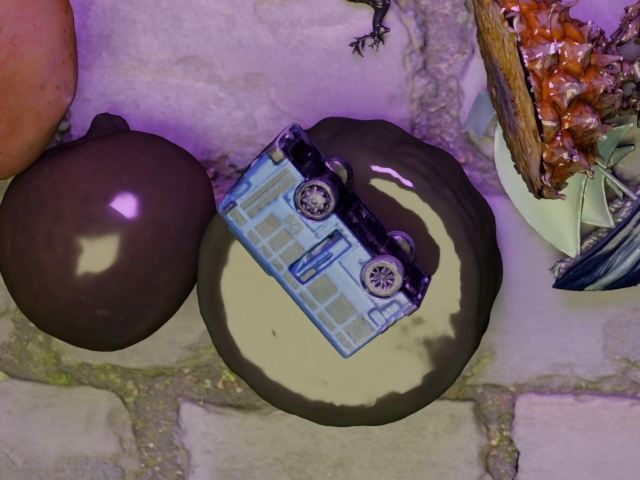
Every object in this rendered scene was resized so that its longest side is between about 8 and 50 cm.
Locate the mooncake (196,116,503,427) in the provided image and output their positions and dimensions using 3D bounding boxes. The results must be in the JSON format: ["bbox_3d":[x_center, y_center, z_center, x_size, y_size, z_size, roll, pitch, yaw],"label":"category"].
[{"bbox_3d":[0.039,0.034,1.785,0.357,0.194,0.356,4,108,11],"label":"mooncake"}]

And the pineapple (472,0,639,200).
[{"bbox_3d":[0.325,-0.193,1.590,0.272,0.262,0.262,-16,111,-2],"label":"pineapple"}]

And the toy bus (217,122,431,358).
[{"bbox_3d":[0.000,0.000,1.618,0.134,0.116,0.234,-39,96,21],"label":"toy bus"}]

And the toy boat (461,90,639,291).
[{"bbox_3d":[0.311,-0.078,1.728,0.210,0.070,0.291,-27,99,18],"label":"toy boat"}]

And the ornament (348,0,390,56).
[{"bbox_3d":[0.050,-0.273,1.730,0.073,0.028,0.125,15,116,8],"label":"ornament"}]

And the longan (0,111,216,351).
[{"bbox_3d":[-0.266,-0.015,1.831,0.300,0.243,0.300,-5,78,24],"label":"longan"}]

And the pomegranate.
[{"bbox_3d":[-0.444,-0.210,1.736,0.338,0.338,0.338,6,116,13],"label":"pomegranate"}]
